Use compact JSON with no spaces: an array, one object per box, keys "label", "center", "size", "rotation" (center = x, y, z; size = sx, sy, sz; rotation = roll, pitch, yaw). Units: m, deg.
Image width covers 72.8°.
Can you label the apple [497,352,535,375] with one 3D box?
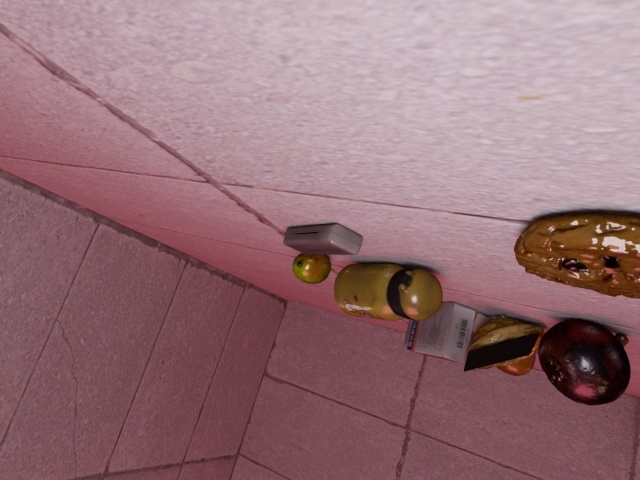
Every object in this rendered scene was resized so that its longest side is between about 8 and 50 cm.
[{"label":"apple","center":[0.778,0.460,1.775],"size":[0.155,0.183,0.182],"rotation":[25,167,-2]}]

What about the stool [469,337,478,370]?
[{"label":"stool","center":[0.596,0.427,1.831],"size":[0.198,0.195,0.195],"rotation":[21,167,-8]}]

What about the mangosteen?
[{"label":"mangosteen","center":[0.759,0.328,1.215],"size":[0.261,0.236,0.235],"rotation":[-14,173,-12]}]

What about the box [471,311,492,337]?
[{"label":"box","center":[0.578,0.314,1.632],"size":[0.062,0.089,0.122],"rotation":[30,165,-5]}]

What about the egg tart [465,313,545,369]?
[{"label":"egg tart","center":[0.635,0.344,1.509],"size":[0.290,0.107,0.291],"rotation":[-9,139,-8]}]

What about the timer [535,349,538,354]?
[{"label":"timer","center":[0.935,0.429,1.671],"size":[0.208,0.069,0.190],"rotation":[29,160,-37]}]

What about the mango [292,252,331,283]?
[{"label":"mango","center":[-0.025,0.094,1.460],"size":[0.125,0.111,0.233],"rotation":[19,169,15]}]

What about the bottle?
[{"label":"bottle","center":[0.199,0.153,1.264],"size":[0.171,0.172,0.351],"rotation":[25,166,-28]}]

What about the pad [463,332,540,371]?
[{"label":"pad","center":[0.602,0.377,1.452],"size":[0.242,0.004,0.164],"rotation":[-14,138,-1]}]

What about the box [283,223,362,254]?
[{"label":"box","center":[0.000,0.000,1.155],"size":[0.103,0.055,0.243],"rotation":[25,165,-31]}]

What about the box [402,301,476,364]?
[{"label":"box","center":[0.452,0.349,1.677],"size":[0.106,0.200,0.299],"rotation":[19,167,-14]}]

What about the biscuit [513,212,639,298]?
[{"label":"biscuit","center":[0.448,0.038,0.673],"size":[0.295,0.075,0.296],"rotation":[17,168,4]}]
